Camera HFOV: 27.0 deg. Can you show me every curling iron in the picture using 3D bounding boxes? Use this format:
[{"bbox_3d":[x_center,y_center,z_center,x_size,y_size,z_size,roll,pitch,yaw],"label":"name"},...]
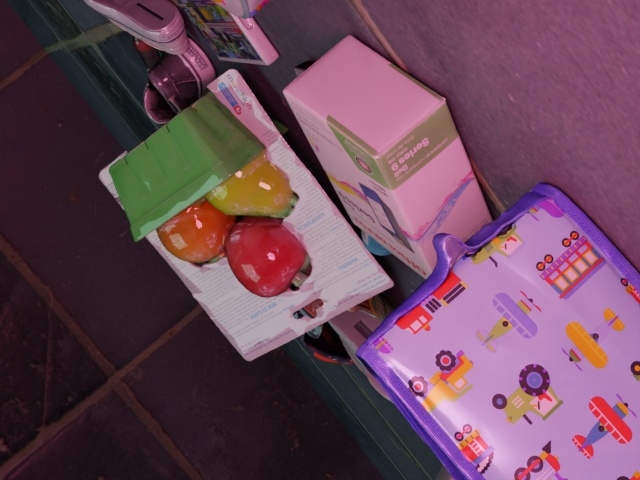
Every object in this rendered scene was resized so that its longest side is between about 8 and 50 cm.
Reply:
[{"bbox_3d":[-0.286,-0.320,2.125,0.068,0.035,0.274,46,169,44],"label":"curling iron"}]

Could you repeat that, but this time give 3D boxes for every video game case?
[{"bbox_3d":[-0.139,-0.294,1.615,0.183,0.023,0.201,54,168,-20],"label":"video game case"}]

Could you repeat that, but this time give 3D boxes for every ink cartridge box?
[{"bbox_3d":[0.073,-0.073,1.297,0.154,0.093,0.212,40,168,41],"label":"ink cartridge box"}]

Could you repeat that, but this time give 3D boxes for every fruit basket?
[{"bbox_3d":[-0.104,-0.027,1.821,0.353,0.165,0.327,48,133,-11],"label":"fruit basket"}]

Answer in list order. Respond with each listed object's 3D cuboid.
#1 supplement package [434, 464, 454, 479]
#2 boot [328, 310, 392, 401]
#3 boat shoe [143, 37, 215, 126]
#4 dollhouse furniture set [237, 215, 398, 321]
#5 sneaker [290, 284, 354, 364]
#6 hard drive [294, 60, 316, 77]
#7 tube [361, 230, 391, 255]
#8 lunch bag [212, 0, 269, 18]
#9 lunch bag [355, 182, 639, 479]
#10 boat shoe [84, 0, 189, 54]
[{"bbox_3d":[0.246,0.423,2.002,0.175,0.177,0.293,30,168,6],"label":"supplement package"},{"bbox_3d":[0.107,0.190,2.167,0.258,0.095,0.123,53,180,39],"label":"boot"},{"bbox_3d":[-0.222,-0.218,2.022,0.108,0.102,0.301,50,170,0],"label":"boat shoe"},{"bbox_3d":[0.000,0.000,1.970,0.301,0.151,0.197,24,179,29],"label":"dollhouse furniture set"},{"bbox_3d":[-0.041,0.085,2.299,0.350,0.131,0.148,44,174,-23],"label":"sneaker"},{"bbox_3d":[0.019,-0.127,1.449,0.094,0.022,0.135,28,143,64],"label":"hard drive"},{"bbox_3d":[0.067,-0.055,1.526,0.080,0.052,0.207,43,162,25],"label":"tube"},{"bbox_3d":[-0.111,-0.330,1.112,0.279,0.108,0.224,48,167,10],"label":"lunch bag"},{"bbox_3d":[0.185,0.112,1.103,0.293,0.221,0.138,51,170,-8],"label":"lunch bag"},{"bbox_3d":[-0.272,-0.329,1.891,0.226,0.083,0.076,43,167,32],"label":"boat shoe"}]
